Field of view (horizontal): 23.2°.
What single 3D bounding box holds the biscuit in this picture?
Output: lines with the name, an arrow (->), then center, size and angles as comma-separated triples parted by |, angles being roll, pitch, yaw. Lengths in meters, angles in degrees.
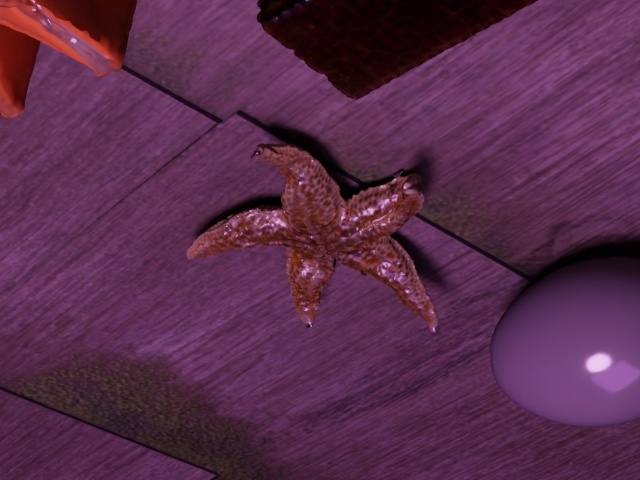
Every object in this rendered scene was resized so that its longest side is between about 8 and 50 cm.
biscuit -> 0.127, -0.214, 1.018 | 0.388, 0.073, 0.107 | -26, 134, 34

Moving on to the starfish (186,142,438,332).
starfish -> 0.000, 0.000, 1.328 | 0.236, 0.062, 0.277 | -19, 140, 29

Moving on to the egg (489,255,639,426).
egg -> 0.240, 0.090, 1.363 | 0.198, 0.146, 0.146 | -14, 141, 32

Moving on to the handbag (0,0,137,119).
handbag -> -0.231, -0.285, 0.750 | 0.116, 0.303, 0.410 | -16, 140, 32
